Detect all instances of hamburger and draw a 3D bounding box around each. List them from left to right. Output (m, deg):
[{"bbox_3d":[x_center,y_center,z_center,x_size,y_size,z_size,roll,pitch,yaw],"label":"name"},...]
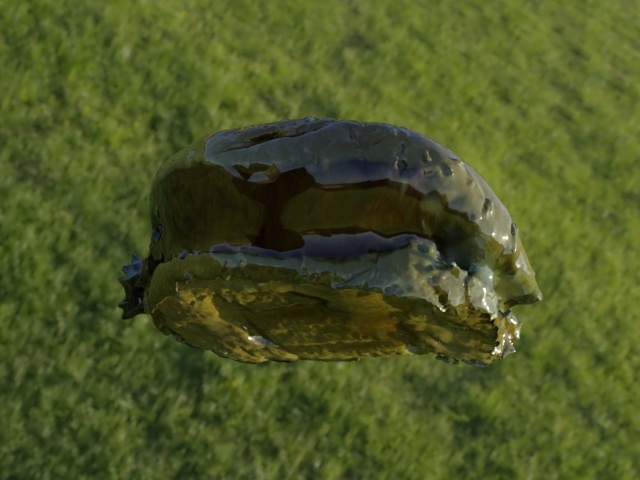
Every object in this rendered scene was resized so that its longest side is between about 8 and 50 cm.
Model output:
[{"bbox_3d":[0.000,0.000,0.945,0.308,0.132,0.211,2,-27,12],"label":"hamburger"}]
